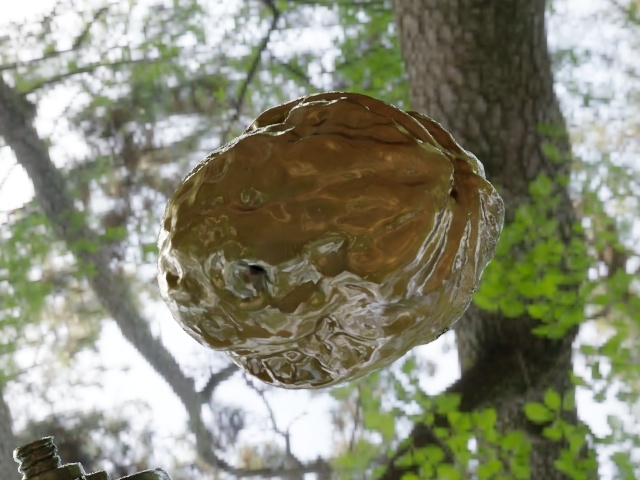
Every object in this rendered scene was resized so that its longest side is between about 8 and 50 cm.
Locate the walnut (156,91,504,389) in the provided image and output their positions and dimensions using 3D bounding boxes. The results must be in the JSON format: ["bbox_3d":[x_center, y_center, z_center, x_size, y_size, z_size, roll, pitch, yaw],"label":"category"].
[{"bbox_3d":[0.000,0.000,0.846,0.245,0.198,0.198,-18,-159,36],"label":"walnut"}]

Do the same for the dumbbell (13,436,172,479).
[{"bbox_3d":[-0.144,0.337,0.893,0.179,0.406,0.179,-20,172,-3],"label":"dumbbell"}]
